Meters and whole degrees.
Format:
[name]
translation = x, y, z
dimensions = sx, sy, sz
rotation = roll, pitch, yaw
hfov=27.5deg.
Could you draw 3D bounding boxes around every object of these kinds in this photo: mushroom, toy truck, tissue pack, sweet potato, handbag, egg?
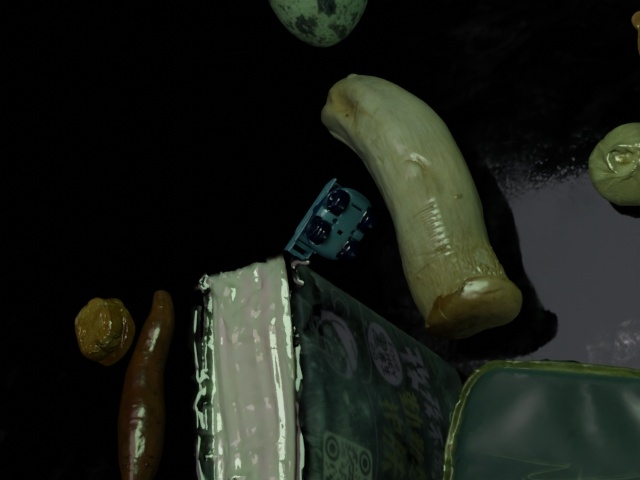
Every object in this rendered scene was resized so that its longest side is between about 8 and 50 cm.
[mushroom]
translation = 0.102, -0.048, 1.371
dimensions = 0.123, 0.095, 0.351
rotation = -38, 54, 18
[toy truck]
translation = 0.000, 0.000, 1.445
dimensions = 0.136, 0.063, 0.074
rotation = -55, 28, -1
[tissue pack]
translation = 0.031, 0.189, 1.150
dimensions = 0.122, 0.361, 0.259
rotation = -17, 62, 24
[sweet potato]
translation = -0.204, 0.183, 1.510
dimensions = 0.057, 0.057, 0.264
rotation = -14, 62, 30
[handbag]
translation = 0.251, 0.211, 1.063
dimensions = 0.263, 0.241, 0.222
rotation = 4, 74, 35
[egg]
translation = -0.003, -0.310, 1.534
dimensions = 0.132, 0.132, 0.172
rotation = -15, 74, 29

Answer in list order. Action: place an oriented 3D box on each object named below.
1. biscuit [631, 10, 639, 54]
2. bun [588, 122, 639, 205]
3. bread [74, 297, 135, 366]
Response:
[biscuit]
translation = 0.376, -0.177, 1.283
dimensions = 0.133, 0.027, 0.184
rotation = -14, 63, 31
[bun]
translation = 0.300, -0.077, 1.274
dimensions = 0.086, 0.055, 0.086
rotation = -14, 63, 30
[bread]
translation = -0.264, 0.108, 1.588
dimensions = 0.083, 0.046, 0.081
rotation = 21, 89, 37
